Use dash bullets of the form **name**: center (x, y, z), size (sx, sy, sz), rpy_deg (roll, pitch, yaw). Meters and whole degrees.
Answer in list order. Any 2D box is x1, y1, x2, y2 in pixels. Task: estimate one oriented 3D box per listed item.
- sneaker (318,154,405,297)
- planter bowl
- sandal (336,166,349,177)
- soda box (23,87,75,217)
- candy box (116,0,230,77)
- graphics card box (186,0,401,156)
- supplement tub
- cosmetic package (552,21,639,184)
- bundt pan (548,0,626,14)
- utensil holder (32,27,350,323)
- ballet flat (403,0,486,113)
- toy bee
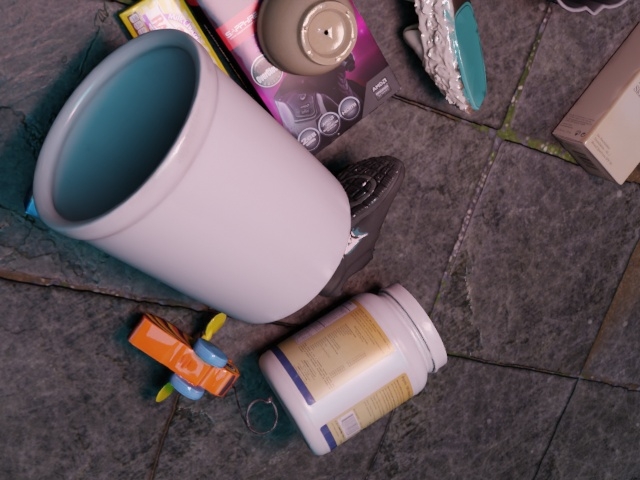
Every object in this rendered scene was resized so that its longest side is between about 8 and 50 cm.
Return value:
- **sneaker**: center (0.058, -0.023, 1.359), size (0.286, 0.109, 0.130), rpy_deg (-52, 137, 2)
- **planter bowl**: center (-0.007, -0.334, 1.214), size (0.162, 0.109, 0.162), rpy_deg (-10, 116, -22)
- **sandal**: center (0.000, 0.000, 1.448), size (0.317, 0.126, 0.138), rpy_deg (-35, 123, -7)
- **soda box**: center (-0.410, -0.134, 1.247), size (0.071, 0.067, 0.210), rpy_deg (22, 98, -29)
- **candy box**: center (-0.237, -0.315, 1.280), size (0.105, 0.027, 0.205), rpy_deg (-38, 119, -11)
- **graphics card box**: center (-0.047, -0.347, 1.314), size (0.233, 0.094, 0.371), rpy_deg (-38, 120, -7)
- **supplement tub**: center (0.065, 0.244, 1.499), size (0.316, 0.228, 0.228), rpy_deg (-31, 118, -11)
- **cosmetic package**: center (0.661, -0.293, 1.632), size (0.160, 0.113, 0.309), rpy_deg (36, 93, -29)
- **bundt pan**: center (0.488, -0.597, 1.438), size (0.331, 0.124, 0.330), rpy_deg (-8, 111, -20)
- **utensil holder**: center (-0.178, -0.075, 1.183), size (0.327, 0.328, 0.385), rpy_deg (-51, 134, 1)
- **ballet flat**: center (0.204, -0.428, 1.380), size (0.147, 0.147, 0.408), rpy_deg (-22, 114, -15)
- **toy bee**: center (-0.225, 0.246, 1.438), size (0.195, 0.162, 0.298), rpy_deg (-32, 93, -1)
